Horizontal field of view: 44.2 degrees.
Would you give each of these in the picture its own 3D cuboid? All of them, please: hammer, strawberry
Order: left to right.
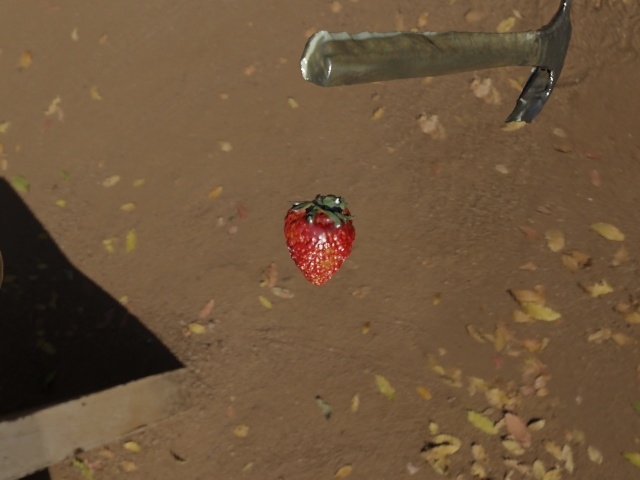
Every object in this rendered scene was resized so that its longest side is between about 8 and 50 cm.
[{"bbox_3d":[-0.004,-0.005,1.313,0.131,0.131,0.148,44,139,20],"label":"strawberry"},{"bbox_3d":[0.099,-0.135,0.565,0.027,0.297,0.125,27,118,38],"label":"hammer"}]

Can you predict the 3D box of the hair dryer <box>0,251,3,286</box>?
[{"bbox_3d":[-0.628,-0.052,1.224,0.340,0.123,0.312,37,134,17],"label":"hair dryer"}]
